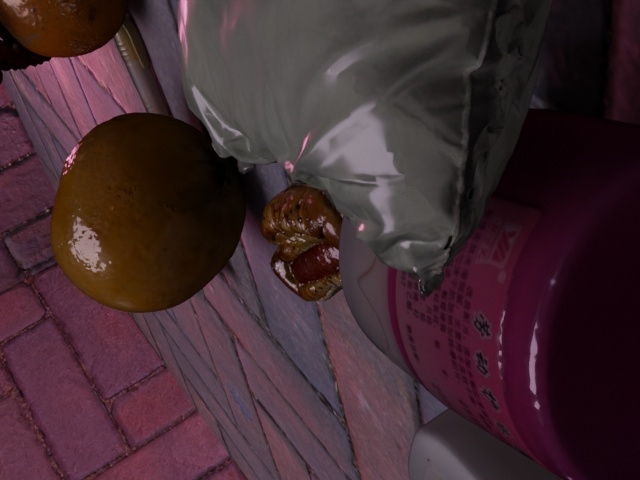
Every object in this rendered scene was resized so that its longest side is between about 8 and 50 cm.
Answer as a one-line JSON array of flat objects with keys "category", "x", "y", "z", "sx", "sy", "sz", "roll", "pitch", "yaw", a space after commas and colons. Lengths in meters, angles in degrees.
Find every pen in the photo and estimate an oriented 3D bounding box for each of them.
[{"category": "pen", "x": -0.244, "y": -0.221, "z": 1.425, "sx": 0.040, "sy": 0.032, "sz": 0.233, "roll": 10, "pitch": 135, "yaw": 38}]

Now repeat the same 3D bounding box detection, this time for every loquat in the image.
[{"category": "loquat", "x": -0.227, "y": -0.036, "z": 1.296, "sx": 0.263, "sy": 0.263, "sz": 0.263, "roll": 51, "pitch": 162, "yaw": 25}]

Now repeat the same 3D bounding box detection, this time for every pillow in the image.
[{"category": "pillow", "x": 0.019, "y": -0.153, "z": 0.475, "sx": 0.283, "sy": 0.138, "sz": 0.310, "roll": 30, "pitch": 115, "yaw": 60}]

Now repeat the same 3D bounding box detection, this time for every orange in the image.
[{"category": "orange", "x": -0.346, "y": -0.335, "z": 1.276, "sx": 0.224, "sy": 0.170, "sz": 0.224, "roll": 51, "pitch": 160, "yaw": 27}]

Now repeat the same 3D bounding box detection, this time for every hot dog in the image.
[{"category": "hot dog", "x": 0.000, "y": 0.000, "z": 1.030, "sx": 0.131, "sy": 0.069, "sz": 0.252, "roll": 61, "pitch": 162, "yaw": -3}]

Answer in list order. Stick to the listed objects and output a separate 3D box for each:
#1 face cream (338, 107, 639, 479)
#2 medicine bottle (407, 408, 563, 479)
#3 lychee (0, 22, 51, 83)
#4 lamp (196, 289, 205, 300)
[{"category": "face cream", "x": 0.123, "y": 0.021, "z": 0.530, "sx": 0.195, "sy": 0.175, "sz": 0.175, "roll": 24, "pitch": 141, "yaw": 60}, {"category": "medicine bottle", "x": 0.201, "y": 0.272, "z": 0.854, "sx": 0.296, "sy": 0.111, "sz": 0.161, "roll": 47, "pitch": 161, "yaw": 41}, {"category": "lychee", "x": -0.513, "y": -0.383, "z": 1.492, "sx": 0.306, "sy": 0.305, "sz": 0.331, "roll": 169, "pitch": 99, "yaw": -72}, {"category": "lamp", "x": -0.254, "y": -0.015, "z": 1.665, "sx": 0.246, "sy": 0.108, "sz": 0.179, "roll": 64, "pitch": 158, "yaw": -9}]
